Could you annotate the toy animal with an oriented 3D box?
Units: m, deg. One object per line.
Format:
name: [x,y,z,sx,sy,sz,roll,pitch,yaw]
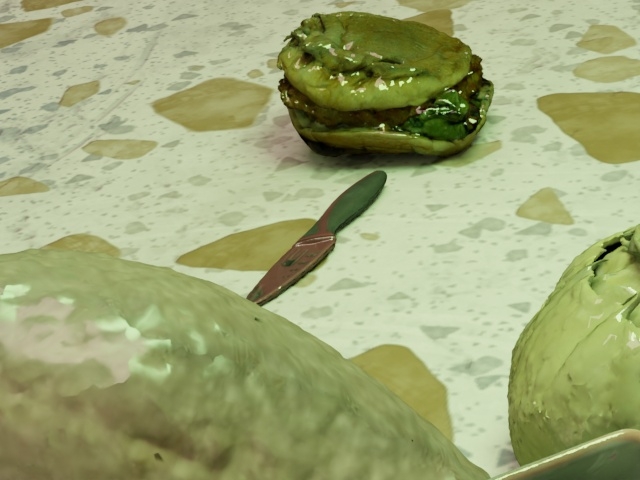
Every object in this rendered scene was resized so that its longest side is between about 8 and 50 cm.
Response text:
toy animal: [-0.084,0.112,0.843,0.188,0.358,0.226,-64,21,-9]

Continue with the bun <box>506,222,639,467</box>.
bun: [0.232,0.064,0.933,0.259,0.152,0.259,-6,23,3]

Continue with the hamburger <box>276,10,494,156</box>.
hamburger: [0.060,-0.140,1.498,0.206,0.130,0.183,12,29,2]

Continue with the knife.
knife: [0.000,0.000,1.321,0.035,0.018,0.247,8,33,28]

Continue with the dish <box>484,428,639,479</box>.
dish: [0.068,0.193,0.748,0.234,0.154,0.064,-18,3,-17]
